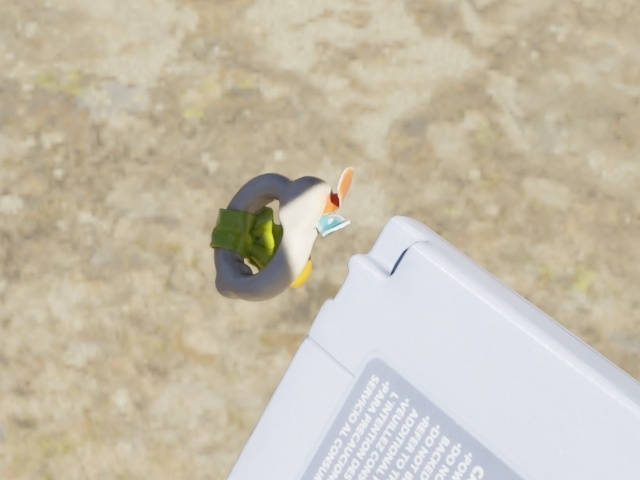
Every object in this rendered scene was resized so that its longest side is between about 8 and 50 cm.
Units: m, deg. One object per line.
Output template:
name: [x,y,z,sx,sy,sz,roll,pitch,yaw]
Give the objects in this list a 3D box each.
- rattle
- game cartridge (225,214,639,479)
rattle: [0.000,0.000,1.399,0.199,0.142,0.130,-28,39,35]
game cartridge: [0.025,0.163,0.579,0.198,0.297,0.062,38,15,36]
